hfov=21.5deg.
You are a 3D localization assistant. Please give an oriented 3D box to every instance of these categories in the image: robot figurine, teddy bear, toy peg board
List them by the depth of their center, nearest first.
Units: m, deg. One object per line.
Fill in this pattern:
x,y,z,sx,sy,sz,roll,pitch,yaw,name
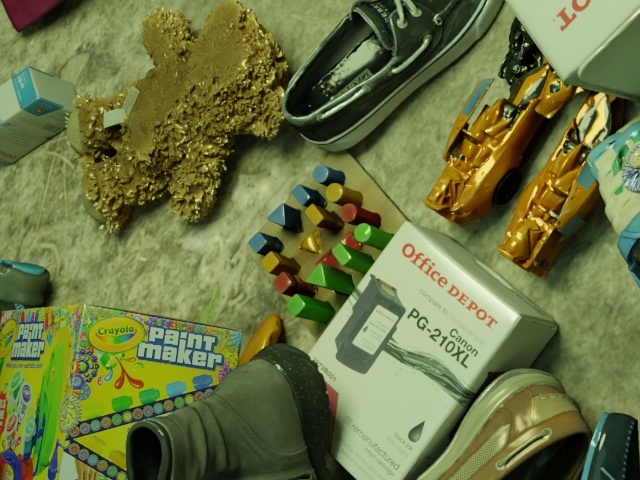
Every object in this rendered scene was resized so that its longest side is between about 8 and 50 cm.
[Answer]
0.236,-0.122,1.684,0.211,0.085,0.291,34,97,30,robot figurine
0.000,0.000,1.801,0.161,0.079,0.160,-47,61,13,toy peg board
-0.163,-0.140,1.926,0.338,0.113,0.245,-45,54,23,teddy bear

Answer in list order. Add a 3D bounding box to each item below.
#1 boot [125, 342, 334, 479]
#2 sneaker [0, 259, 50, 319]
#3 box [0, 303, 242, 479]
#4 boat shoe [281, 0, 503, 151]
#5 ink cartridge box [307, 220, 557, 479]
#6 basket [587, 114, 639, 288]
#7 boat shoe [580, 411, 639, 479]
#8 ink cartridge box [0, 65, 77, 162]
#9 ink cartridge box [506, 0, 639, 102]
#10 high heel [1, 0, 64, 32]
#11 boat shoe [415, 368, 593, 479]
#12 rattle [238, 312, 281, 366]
-0.075,0.286,1.634,0.118,0.223,0.338,-1,113,45,boot
-0.484,0.083,2.044,0.341,0.125,0.139,4,87,33,sneaker
-0.233,0.218,1.765,0.290,0.177,0.279,-9,71,63,box
0.077,-0.225,1.780,0.301,0.102,0.108,-43,61,8,boat shoe
0.096,0.125,1.704,0.172,0.100,0.237,41,101,30,ink cartridge box
0.384,-0.015,1.505,0.255,0.201,0.289,-42,52,15,basket
0.288,0.289,1.572,0.089,0.109,0.258,5,99,24,boat shoe
-0.365,-0.151,2.042,0.122,0.088,0.052,-32,66,21,ink cartridge box
0.265,-0.365,1.554,0.285,0.166,0.395,-46,58,29,ink cartridge box
-0.223,-0.335,2.015,0.377,0.127,0.181,7,112,27,high heel
0.146,0.277,1.614,0.324,0.123,0.116,-60,34,8,boat shoe
-0.028,0.197,1.805,0.200,0.143,0.130,34,130,16,rattle
